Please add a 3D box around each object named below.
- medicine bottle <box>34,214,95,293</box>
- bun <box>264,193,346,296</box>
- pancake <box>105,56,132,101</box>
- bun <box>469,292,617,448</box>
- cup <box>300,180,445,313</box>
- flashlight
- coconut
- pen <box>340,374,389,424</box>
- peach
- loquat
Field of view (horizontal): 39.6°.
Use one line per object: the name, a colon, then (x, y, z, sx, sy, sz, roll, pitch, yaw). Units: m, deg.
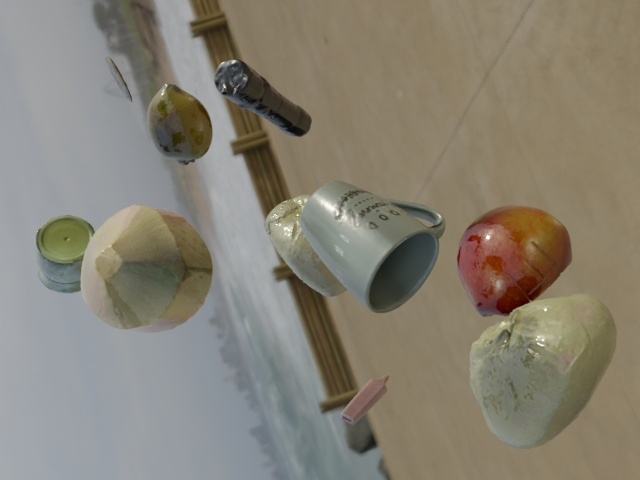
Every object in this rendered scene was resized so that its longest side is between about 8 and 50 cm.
medicine bottle: (-0.598, 0.034, 2.097, 0.143, 0.147, 0.147, 110, 143, -55)
bun: (0.000, 0.000, 2.666, 0.360, 0.211, 0.360, 47, -170, -11)
pancake: (-0.438, -0.350, 1.934, 0.115, 0.011, 0.115, 57, 168, 19)
bun: (0.440, 0.250, 1.842, 0.213, 0.361, 0.361, 29, 177, -8)
cup: (0.111, -0.016, 1.719, 0.234, 0.258, 0.186, 42, 143, 34)
flashlight: (-0.137, -0.351, 2.277, 0.424, 0.103, 0.103, 25, -139, -66)
coconut: (-0.344, 0.060, 1.742, 0.259, 0.259, 0.259, 161, 90, -83)
pen: (0.118, 0.386, 2.197, 0.053, 0.197, 0.032, 24, 129, 27)
peach: (0.435, 0.050, 2.070, 0.245, 0.275, 0.248, 35, 158, 19)
loquat: (-0.331, -0.273, 2.079, 0.152, 0.152, 0.195, -131, 29, -72)
